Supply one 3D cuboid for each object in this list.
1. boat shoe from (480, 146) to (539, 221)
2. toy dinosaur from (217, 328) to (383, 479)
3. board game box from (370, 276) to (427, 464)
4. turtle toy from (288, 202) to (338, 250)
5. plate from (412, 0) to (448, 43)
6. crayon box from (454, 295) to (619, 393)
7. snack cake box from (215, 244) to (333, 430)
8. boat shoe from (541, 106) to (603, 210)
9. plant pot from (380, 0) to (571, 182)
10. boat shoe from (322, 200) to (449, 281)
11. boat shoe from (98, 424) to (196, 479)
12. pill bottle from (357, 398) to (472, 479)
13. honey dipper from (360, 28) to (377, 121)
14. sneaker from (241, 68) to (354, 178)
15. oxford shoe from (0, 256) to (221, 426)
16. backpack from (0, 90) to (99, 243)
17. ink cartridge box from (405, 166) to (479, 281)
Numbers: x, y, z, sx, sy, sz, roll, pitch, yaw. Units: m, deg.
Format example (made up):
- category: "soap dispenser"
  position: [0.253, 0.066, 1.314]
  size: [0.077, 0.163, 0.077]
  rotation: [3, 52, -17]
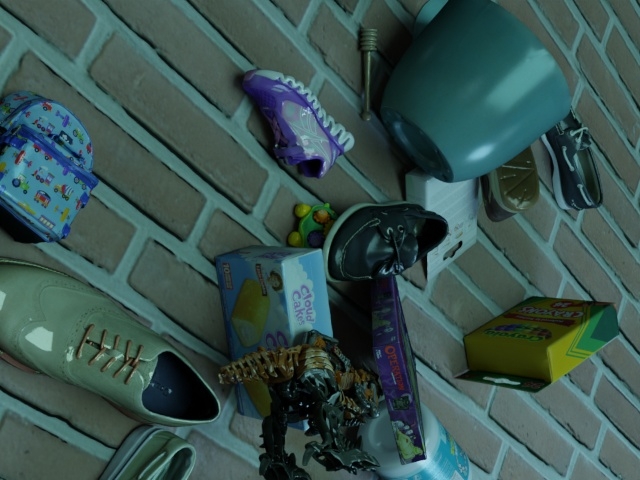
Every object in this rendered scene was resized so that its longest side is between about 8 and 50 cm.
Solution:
- category: "boat shoe"
  position: [0.354, -0.199, 1.944]
  size: [0.123, 0.123, 0.341]
  rotation: [6, 67, -20]
- category: "toy dinosaur"
  position: [-0.025, 0.224, 1.373]
  size: [0.322, 0.164, 0.218]
  rotation: [10, 62, -29]
- category: "board game box"
  position: [0.126, 0.192, 1.627]
  size: [0.347, 0.056, 0.208]
  rotation: [-84, 156, -71]
- category: "turtle toy"
  position: [0.000, 0.000, 1.624]
  size: [0.095, 0.066, 0.130]
  rotation: [22, 77, -44]
- category: "plate"
  position: [0.243, -0.372, 1.876]
  size: [0.188, 0.024, 0.188]
  rotation: [-2, 93, -45]
- category: "crayon box"
  position: [0.437, 0.203, 1.980]
  size: [0.319, 0.202, 0.081]
  rotation: [-23, 108, -43]
- category: "snack cake box"
  position: [-0.063, 0.145, 1.508]
  size: [0.089, 0.152, 0.264]
  rotation: [-18, 105, -43]
- category: "boat shoe"
  position: [0.554, -0.208, 2.151]
  size: [0.114, 0.091, 0.302]
  rotation: [-41, 120, -36]
- category: "plant pot"
  position: [0.247, -0.244, 1.716]
  size: [0.235, 0.293, 0.293]
  rotation: [-43, 124, -8]
- category: "boat shoe"
  position: [0.121, 0.005, 1.658]
  size: [0.340, 0.113, 0.127]
  rotation: [-13, 113, -60]
- category: "boat shoe"
  position: [-0.279, 0.392, 1.346]
  size: [0.109, 0.094, 0.302]
  rotation: [45, 62, -37]
- category: "pill bottle"
  position: [0.182, 0.400, 1.766]
  size: [0.264, 0.146, 0.146]
  rotation: [52, 57, -43]
- category: "honey dipper"
  position: [0.082, -0.289, 1.717]
  size: [0.030, 0.030, 0.160]
  rotation: [-3, 98, -45]
- category: "sneaker"
  position: [-0.044, -0.178, 1.556]
  size: [0.236, 0.095, 0.104]
  rotation: [40, 73, -40]
- category: "oxford shoe"
  position: [-0.285, 0.136, 1.287]
  size: [0.397, 0.147, 0.140]
  rotation: [36, 68, -40]
- category: "backpack"
  position: [-0.354, -0.100, 1.228]
  size: [0.158, 0.117, 0.173]
  rotation: [49, 57, -36]
- category: "ink cartridge box"
  position: [0.237, -0.060, 1.886]
  size: [0.181, 0.056, 0.224]
  rotation: [-34, 134, -39]
